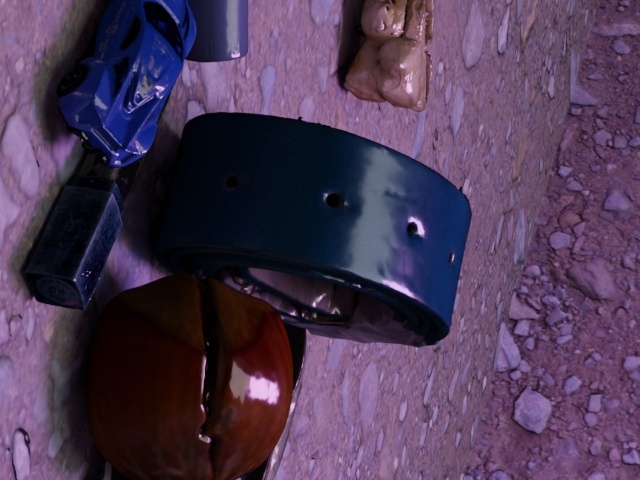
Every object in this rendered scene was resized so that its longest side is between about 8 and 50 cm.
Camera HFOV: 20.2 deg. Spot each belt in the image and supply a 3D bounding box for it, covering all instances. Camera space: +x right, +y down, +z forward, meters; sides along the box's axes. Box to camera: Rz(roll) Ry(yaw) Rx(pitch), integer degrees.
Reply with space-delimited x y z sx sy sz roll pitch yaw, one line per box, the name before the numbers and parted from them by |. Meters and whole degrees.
belt | -0.001 0.000 1.899 0.436 0.300 0.173 32 68 -69

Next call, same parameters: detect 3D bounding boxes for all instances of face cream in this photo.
face cream | -0.107 -0.367 1.735 0.135 0.086 0.385 -40 132 -68

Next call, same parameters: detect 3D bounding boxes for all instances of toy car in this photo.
toy car | -0.165 -0.163 1.629 0.103 0.063 0.216 49 48 -37

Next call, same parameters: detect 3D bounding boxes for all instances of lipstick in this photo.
lipstick | -0.191 -0.075 1.672 0.051 0.051 0.312 76 26 -51

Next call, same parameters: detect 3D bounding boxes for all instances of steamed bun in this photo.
steamed bun | 0.090 -0.259 2.409 0.192 0.106 0.177 -54 146 -73

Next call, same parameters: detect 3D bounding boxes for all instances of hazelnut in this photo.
hazelnut | -0.125 0.143 1.759 0.181 0.212 0.181 124 -39 -50

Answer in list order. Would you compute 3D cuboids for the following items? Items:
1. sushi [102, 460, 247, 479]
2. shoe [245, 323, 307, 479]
sushi | -0.135 0.262 1.845 0.210 0.040 0.193 36 49 -41
shoe | -0.075 0.196 2.128 0.098 0.103 0.275 39 68 -73
